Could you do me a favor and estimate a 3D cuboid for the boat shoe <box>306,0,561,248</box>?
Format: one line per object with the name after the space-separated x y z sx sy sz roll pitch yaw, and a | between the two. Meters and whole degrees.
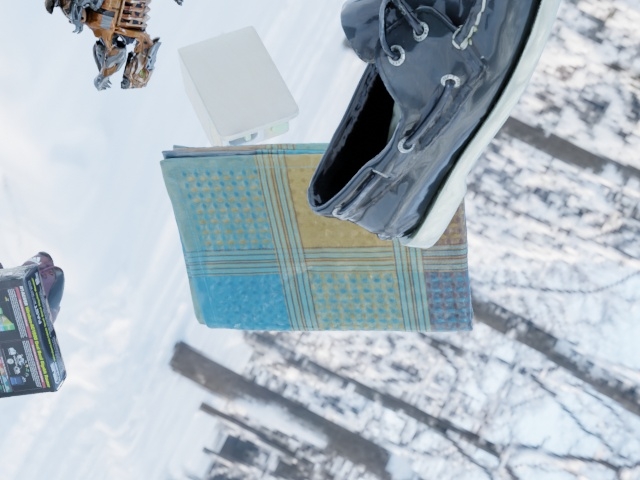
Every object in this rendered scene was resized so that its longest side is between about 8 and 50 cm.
0.063 -0.125 0.671 0.340 0.113 0.127 111 -17 -53 | boat shoe

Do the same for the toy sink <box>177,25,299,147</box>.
-0.147 -0.253 1.860 0.153 0.234 0.131 -21 149 -13 | toy sink

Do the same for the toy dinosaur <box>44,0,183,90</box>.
-0.259 -0.318 1.066 0.164 0.219 0.321 176 -95 -83 | toy dinosaur

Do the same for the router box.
-0.301 0.088 0.960 0.038 0.092 0.122 -77 158 -70 | router box

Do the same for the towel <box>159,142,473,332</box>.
0.000 0.000 1.280 0.040 0.371 0.271 -69 155 -58 | towel

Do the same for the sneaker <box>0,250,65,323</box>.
-0.504 0.053 1.615 0.162 0.107 0.281 -58 144 -32 | sneaker
